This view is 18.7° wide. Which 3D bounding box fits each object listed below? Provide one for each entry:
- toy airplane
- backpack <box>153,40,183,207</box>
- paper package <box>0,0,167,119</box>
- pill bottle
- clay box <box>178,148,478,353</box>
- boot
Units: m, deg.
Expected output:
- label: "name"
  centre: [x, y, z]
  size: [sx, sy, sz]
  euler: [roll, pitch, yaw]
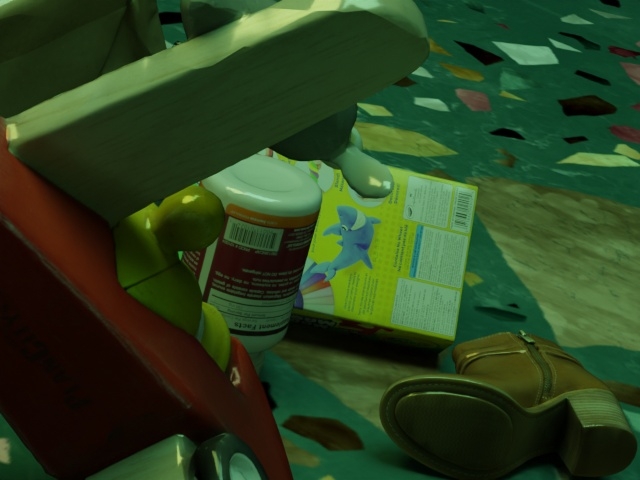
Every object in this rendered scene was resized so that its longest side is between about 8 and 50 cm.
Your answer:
- label: "toy airplane"
  centre: [-0.164, -0.014, 1.081]
  size: [0.386, 0.384, 0.272]
  euler: [13, 34, -2]
- label: "backpack"
  centre: [-0.141, -0.070, 1.554]
  size: [0.173, 0.116, 0.158]
  euler: [-17, 37, -31]
- label: "paper package"
  centre: [-0.318, -0.169, 1.466]
  size: [0.309, 0.168, 0.325]
  euler: [-32, 46, -26]
- label: "pill bottle"
  centre: [-0.056, 0.022, 1.355]
  size: [0.086, 0.152, 0.086]
  euler: [14, 23, -6]
- label: "clay box"
  centre: [0.000, 0.000, 1.475]
  size: [0.222, 0.127, 0.053]
  euler: [13, -16, -8]
- label: "boot"
  centre: [0.116, 0.108, 1.391]
  size: [0.197, 0.073, 0.152]
  euler: [14, 20, -20]
